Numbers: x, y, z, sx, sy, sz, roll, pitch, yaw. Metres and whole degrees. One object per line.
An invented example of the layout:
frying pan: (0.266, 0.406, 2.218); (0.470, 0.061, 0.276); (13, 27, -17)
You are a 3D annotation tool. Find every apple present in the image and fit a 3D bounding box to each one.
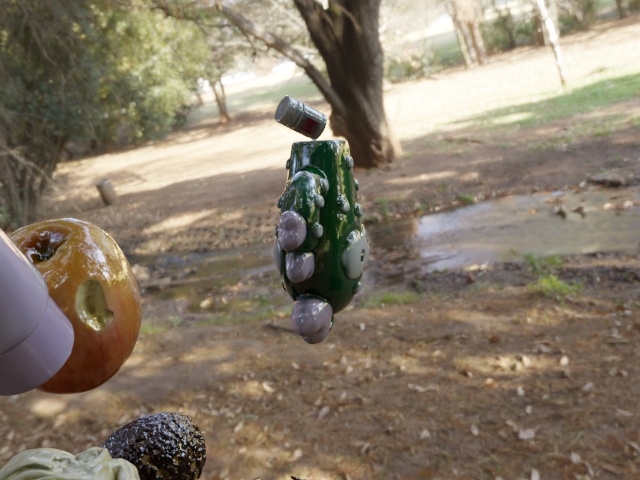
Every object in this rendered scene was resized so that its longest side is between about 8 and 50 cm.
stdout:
apple: (-0.397, 0.098, 0.886); (0.242, 0.240, 0.242); (-3, 31, 2)

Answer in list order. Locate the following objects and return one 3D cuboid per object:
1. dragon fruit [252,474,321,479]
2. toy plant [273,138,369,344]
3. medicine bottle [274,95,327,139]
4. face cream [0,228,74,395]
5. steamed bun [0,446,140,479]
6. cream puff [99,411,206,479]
dragon fruit: (-0.078, 0.476, 0.824); (0.291, 0.290, 0.189); (-27, 17, -38)
toy plant: (0.001, 0.000, 0.703); (0.113, 0.243, 0.232); (2, 36, 16)
medicine bottle: (-0.039, -0.242, 1.142); (0.091, 0.058, 0.058); (21, -6, -29)
face cream: (-0.281, 0.013, 0.423); (0.154, 0.273, 0.096); (8, 50, 17)
steamed bun: (-0.410, 0.470, 0.898); (0.276, 0.289, 0.203); (-48, 3, -7)
cream puff: (-0.349, 0.473, 1.201); (0.239, 0.239, 0.164); (-21, 52, -23)
